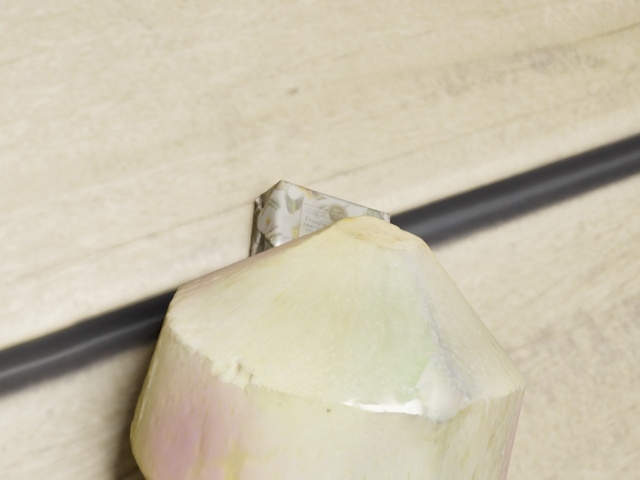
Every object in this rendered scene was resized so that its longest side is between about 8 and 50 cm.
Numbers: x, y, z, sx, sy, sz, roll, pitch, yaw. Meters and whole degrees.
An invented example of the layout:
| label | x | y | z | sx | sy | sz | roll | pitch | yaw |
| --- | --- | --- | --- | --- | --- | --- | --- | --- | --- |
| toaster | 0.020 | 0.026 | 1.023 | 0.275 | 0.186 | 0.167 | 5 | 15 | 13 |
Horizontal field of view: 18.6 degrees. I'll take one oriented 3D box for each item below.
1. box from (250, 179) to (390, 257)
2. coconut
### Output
| label | x | y | z | sx | sy | sz | roll | pitch | yaw |
| --- | --- | --- | --- | --- | --- | --- | --- | --- | --- |
| box | 0.000 | 0.000 | 1.406 | 0.098 | 0.045 | 0.062 | 15 | 65 | -25 |
| coconut | 0.009 | 0.107 | 1.266 | 0.259 | 0.259 | 0.259 | 11 | 67 | -27 |
